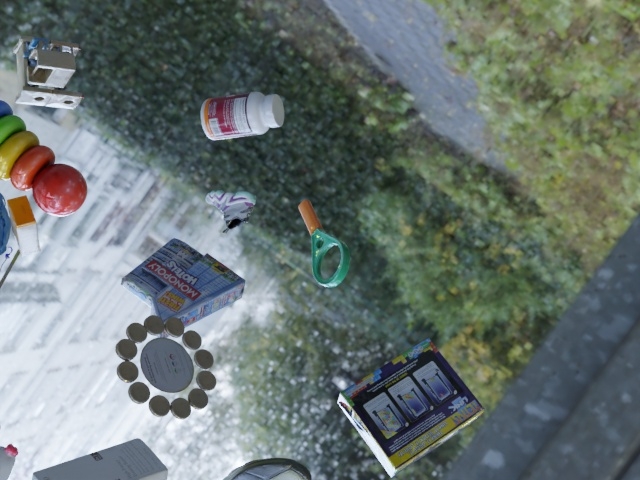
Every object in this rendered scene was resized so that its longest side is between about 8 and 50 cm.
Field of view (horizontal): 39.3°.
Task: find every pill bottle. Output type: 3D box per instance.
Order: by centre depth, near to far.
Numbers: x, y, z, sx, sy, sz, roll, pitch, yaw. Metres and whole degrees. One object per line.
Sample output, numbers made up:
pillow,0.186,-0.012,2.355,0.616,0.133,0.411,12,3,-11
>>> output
pill bottle,-0.153,-0.249,1.779,0.152,0.086,0.086,-4,166,19

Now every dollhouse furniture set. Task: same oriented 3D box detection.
dollhouse furniture set,-0.546,-0.372,1.858,0.129,0.129,0.184,2,162,-32

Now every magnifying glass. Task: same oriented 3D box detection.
magnifying glass,0.000,0.000,1.778,0.026,0.092,0.231,21,-150,-34

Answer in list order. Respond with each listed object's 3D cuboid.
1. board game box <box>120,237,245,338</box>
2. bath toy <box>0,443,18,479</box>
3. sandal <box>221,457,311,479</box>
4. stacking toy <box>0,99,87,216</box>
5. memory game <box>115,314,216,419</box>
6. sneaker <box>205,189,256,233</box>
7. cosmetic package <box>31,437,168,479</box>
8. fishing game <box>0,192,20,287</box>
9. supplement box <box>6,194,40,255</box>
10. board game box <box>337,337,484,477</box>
board game box,-0.282,0.095,1.736,0.194,0.194,0.060,34,139,16
bath toy,-0.716,0.359,1.848,0.151,0.129,0.348,24,-153,-53
sandal,-0.130,0.471,1.741,0.120,0.303,0.086,43,-136,-13
stacking toy,-0.532,-0.160,1.512,0.330,0.141,0.141,39,-179,0
memory game,-0.252,0.207,1.474,0.186,0.012,0.186,23,-132,-28
sneaker,-0.150,-0.043,1.428,0.098,0.069,0.038,0,163,39
cosmetic package,-0.425,0.473,1.730,0.231,0.085,0.117,-10,-149,-42
fishing game,-0.624,-0.046,1.632,0.189,0.041,0.264,-88,-14,-51
supplement box,-0.527,-0.025,1.592,0.062,0.036,0.098,61,155,26
board game box,0.135,0.248,1.344,0.141,0.170,0.048,54,158,21
